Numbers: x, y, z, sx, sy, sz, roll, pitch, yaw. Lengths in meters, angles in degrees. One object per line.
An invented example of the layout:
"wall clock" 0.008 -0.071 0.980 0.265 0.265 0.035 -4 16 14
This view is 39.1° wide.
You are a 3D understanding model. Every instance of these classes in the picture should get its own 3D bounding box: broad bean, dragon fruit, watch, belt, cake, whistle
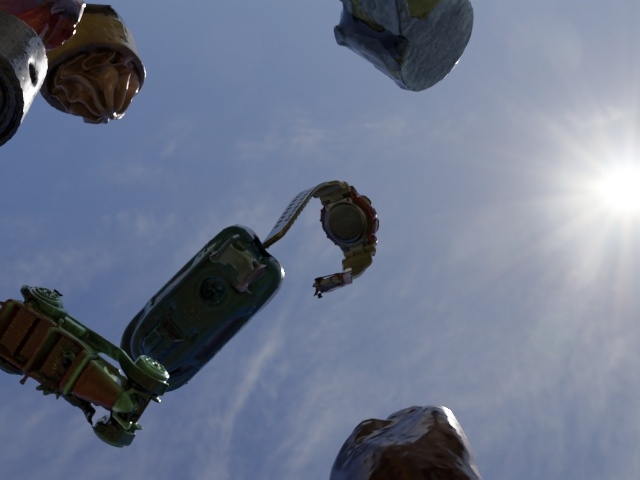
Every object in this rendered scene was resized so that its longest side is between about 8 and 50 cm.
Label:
"broad bean" 0.073 0.219 0.804 0.122 0.156 0.228 20 -173 -8
"dragon fruit" -0.332 -0.286 1.066 0.126 0.161 0.274 6 -144 15
"watch" 0.005 0.002 1.415 0.102 0.164 0.268 -20 -163 30
"belt" -0.382 -0.152 0.861 0.231 0.139 0.126 -9 -148 4
"cake" -0.405 -0.290 1.585 0.185 0.207 0.178 -22 -126 -4
"whistle" 0.115 -0.398 1.544 0.168 0.405 0.188 40 -81 30

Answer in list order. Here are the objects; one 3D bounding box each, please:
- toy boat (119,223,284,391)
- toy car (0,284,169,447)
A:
"toy boat" -0.193 0.107 1.293 0.134 0.299 0.092 48 -162 11
"toy car" -0.191 0.097 0.696 0.143 0.054 0.073 33 -92 9
